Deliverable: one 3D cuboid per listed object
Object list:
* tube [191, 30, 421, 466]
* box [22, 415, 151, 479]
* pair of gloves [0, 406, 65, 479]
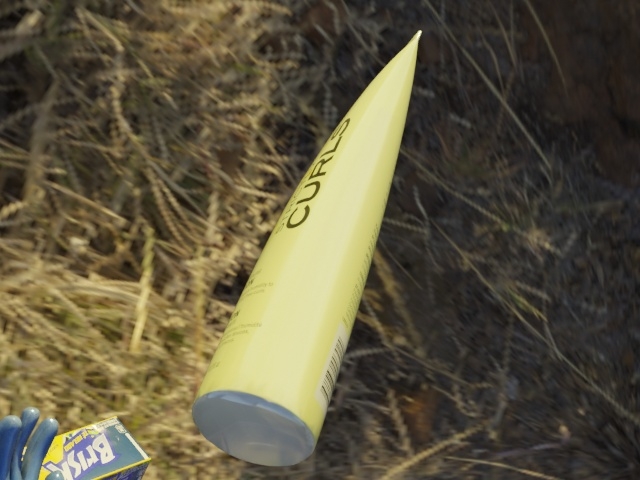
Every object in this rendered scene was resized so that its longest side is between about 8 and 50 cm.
[{"bbox_3d":[0.000,0.000,0.806,0.070,0.062,0.240,-3,47,29],"label":"tube"},{"bbox_3d":[-0.223,0.201,1.291,0.054,0.169,0.059,46,128,25],"label":"box"},{"bbox_3d":[-0.215,0.172,0.942,0.023,0.198,0.159,4,80,24],"label":"pair of gloves"}]
